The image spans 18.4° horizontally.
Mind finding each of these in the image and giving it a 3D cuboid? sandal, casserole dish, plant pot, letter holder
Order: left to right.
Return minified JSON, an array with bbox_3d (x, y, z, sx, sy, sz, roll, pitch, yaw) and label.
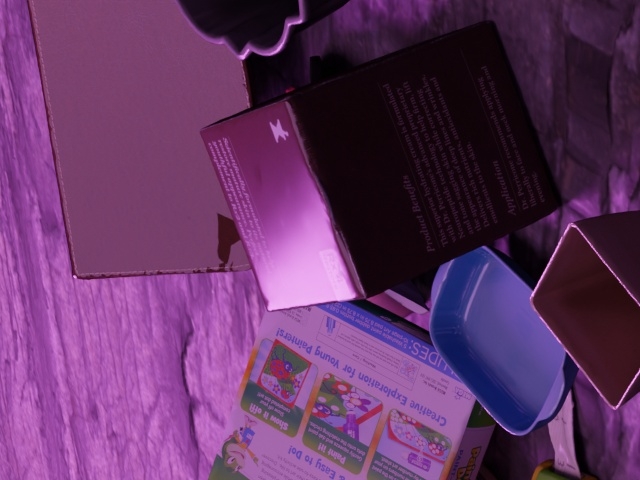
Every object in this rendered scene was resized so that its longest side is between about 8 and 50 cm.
[{"bbox_3d":[-0.136,-0.130,1.906,0.214,0.152,0.301,-3,104,22],"label":"letter holder"},{"bbox_3d":[-0.014,-0.108,1.750,0.179,0.040,0.067,-88,-11,-56],"label":"sandal"},{"bbox_3d":[0.156,0.079,1.633,0.188,0.037,0.114,49,127,46],"label":"casserole dish"},{"bbox_3d":[0.235,0.039,1.454,0.109,0.096,0.109,53,150,23],"label":"plant pot"}]

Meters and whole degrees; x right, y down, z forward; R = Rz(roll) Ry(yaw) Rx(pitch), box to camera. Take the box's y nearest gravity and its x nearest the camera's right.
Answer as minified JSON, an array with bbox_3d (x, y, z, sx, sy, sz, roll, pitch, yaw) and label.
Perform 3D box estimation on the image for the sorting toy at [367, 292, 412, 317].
[{"bbox_3d":[0.000,0.000,1.902,0.208,0.038,0.193,63,152,5],"label":"sorting toy"}]

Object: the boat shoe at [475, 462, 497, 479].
[{"bbox_3d":[0.078,0.231,1.873,0.302,0.103,0.113,42,144,38],"label":"boat shoe"}]

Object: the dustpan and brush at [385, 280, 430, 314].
[{"bbox_3d":[0.000,0.000,1.788,0.060,0.147,0.211,-51,35,17],"label":"dustpan and brush"}]

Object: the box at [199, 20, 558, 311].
[{"bbox_3d":[0.047,-0.058,1.598,0.167,0.203,0.168,-11,100,62],"label":"box"}]

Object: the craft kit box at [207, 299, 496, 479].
[{"bbox_3d":[0.027,0.184,1.805,0.250,0.061,0.246,27,101,35],"label":"craft kit box"}]

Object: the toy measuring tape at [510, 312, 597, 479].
[{"bbox_3d":[0.177,0.228,1.686,0.121,0.121,0.330,18,126,55],"label":"toy measuring tape"}]

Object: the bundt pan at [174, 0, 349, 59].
[{"bbox_3d":[-0.052,-0.324,1.651,0.331,0.124,0.331,41,143,41],"label":"bundt pan"}]
